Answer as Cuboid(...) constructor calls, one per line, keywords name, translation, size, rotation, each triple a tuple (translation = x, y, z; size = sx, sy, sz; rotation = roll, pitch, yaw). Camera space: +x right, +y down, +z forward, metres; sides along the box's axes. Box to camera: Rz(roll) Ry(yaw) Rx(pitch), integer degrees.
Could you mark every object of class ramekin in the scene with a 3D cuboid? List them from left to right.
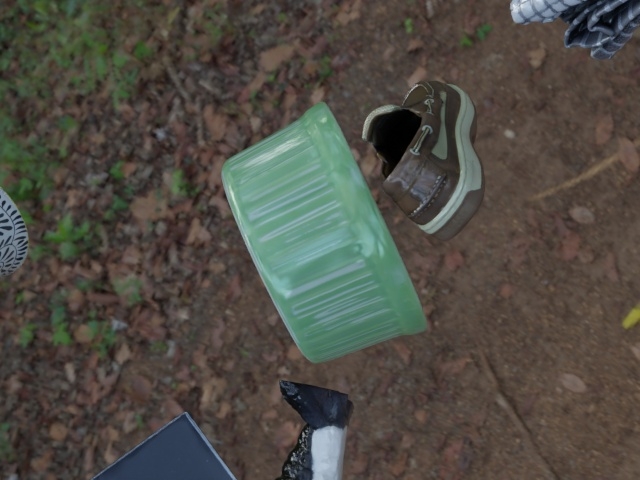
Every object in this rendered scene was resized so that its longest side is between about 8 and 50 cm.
Cuboid(name="ramekin", translation=(0.000, 0.000, 1.152), size=(0.148, 0.303, 0.303), rotation=(-25, 51, 1))

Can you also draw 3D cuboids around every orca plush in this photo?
Cuboid(name="orca plush", translation=(-0.050, 0.243, 0.682), size=(0.102, 0.151, 0.287), rotation=(5, 84, 12))

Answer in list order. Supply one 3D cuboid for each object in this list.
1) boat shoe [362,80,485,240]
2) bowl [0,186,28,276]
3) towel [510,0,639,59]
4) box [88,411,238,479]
Cuboid(name="boat shoe", translation=(0.089, -0.102, 0.892), size=(0.095, 0.095, 0.257), rotation=(-55, 16, 22))
Cuboid(name="bowl", translation=(-0.429, -0.003, 1.081), size=(0.170, 0.170, 0.080), rotation=(-25, 22, 32))
Cuboid(name="towel", translation=(0.331, -0.335, 0.930), size=(0.235, 0.121, 0.283), rotation=(-23, 44, 56))
Cuboid(name="box", translation=(-0.274, 0.427, 1.290), size=(0.343, 0.312, 0.179), rotation=(-35, 79, -19))
